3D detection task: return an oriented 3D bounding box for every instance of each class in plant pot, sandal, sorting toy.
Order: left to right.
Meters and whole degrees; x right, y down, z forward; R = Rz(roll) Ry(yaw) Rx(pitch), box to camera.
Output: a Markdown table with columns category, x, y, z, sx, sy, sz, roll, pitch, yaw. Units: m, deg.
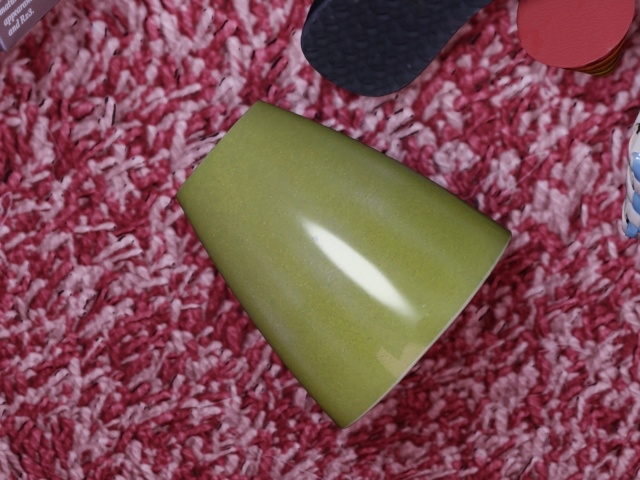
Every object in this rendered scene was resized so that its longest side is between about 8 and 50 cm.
| category | x | y | z | sx | sy | sz | roll | pitch | yaw |
| --- | --- | --- | --- | --- | --- | --- | --- | --- | --- |
| plant pot | 0.000 | 0.000 | 1.952 | 0.293 | 0.275 | 0.275 | 40 | 124 | -2 |
| sandal | 0.135 | -0.301 | 1.793 | 0.167 | 0.107 | 0.446 | 36 | 137 | -19 |
| sorting toy | 0.381 | -0.230 | 1.813 | 0.366 | 0.127 | 0.126 | -15 | 152 | 17 |

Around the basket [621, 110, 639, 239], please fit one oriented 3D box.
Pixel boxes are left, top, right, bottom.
| category | x | y | z | sx | sy | sz | roll | pitch | yaw |
| --- | --- | --- | --- | --- | --- | --- | --- | --- | --- |
| basket | 0.447 | -0.055 | 1.830 | 0.289 | 0.201 | 0.254 | 10 | 155 | 12 |

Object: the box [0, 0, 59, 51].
| category | x | y | z | sx | sy | sz | roll | pitch | yaw |
| --- | --- | --- | --- | --- | --- | --- | --- | --- | --- |
| box | -0.399 | -0.286 | 1.743 | 0.381 | 0.191 | 0.143 | 5 | 133 | 37 |
